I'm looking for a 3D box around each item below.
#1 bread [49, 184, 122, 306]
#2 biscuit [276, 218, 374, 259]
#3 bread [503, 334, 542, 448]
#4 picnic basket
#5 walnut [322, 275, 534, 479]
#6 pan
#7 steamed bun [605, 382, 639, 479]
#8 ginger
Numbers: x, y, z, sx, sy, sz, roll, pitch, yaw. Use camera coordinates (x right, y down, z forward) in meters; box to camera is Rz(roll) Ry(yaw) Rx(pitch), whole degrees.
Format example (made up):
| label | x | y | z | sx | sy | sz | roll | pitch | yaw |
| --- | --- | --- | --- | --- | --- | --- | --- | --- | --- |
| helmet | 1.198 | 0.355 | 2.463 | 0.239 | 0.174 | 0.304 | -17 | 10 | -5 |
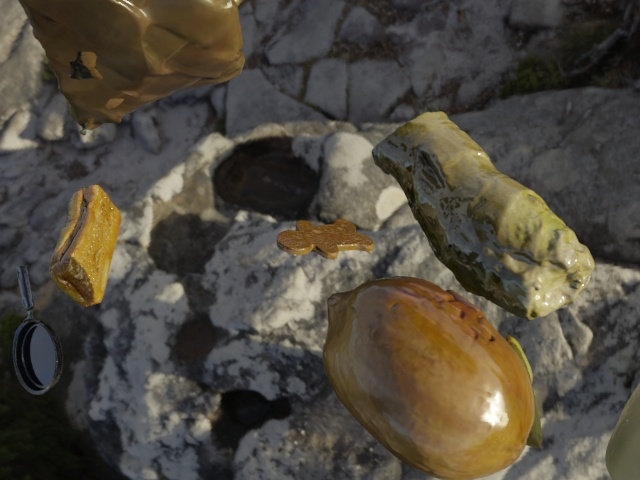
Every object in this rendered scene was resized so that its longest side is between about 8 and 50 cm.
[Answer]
| label | x | y | z | sx | sy | sz | roll | pitch | yaw |
| --- | --- | --- | --- | --- | --- | --- | --- | --- | --- |
| bread | -0.471 | 0.009 | 1.525 | 0.077 | 0.139 | 0.271 | -19 | 41 | 11 |
| biscuit | 0.000 | 0.000 | 1.524 | 0.204 | 0.031 | 0.138 | -7 | 34 | -36 |
| bread | 0.274 | 0.217 | 1.081 | 0.065 | 0.187 | 0.150 | -22 | 94 | 19 |
| picnic basket | -0.089 | -0.283 | 0.549 | 0.337 | 0.293 | 0.338 | -1 | 63 | 1 |
| walnut | 0.119 | 0.149 | 0.892 | 0.203 | 0.203 | 0.298 | -46 | 66 | -7 |
| pan | -0.513 | 0.158 | 1.347 | 0.136 | 0.028 | 0.235 | -5 | 93 | 36 |
| steamed bun | 0.482 | 0.279 | 0.904 | 0.250 | 0.200 | 0.155 | 25 | 38 | 20 |
| ginger | 0.155 | -0.024 | 0.755 | 0.109 | 0.116 | 0.263 | -32 | 55 | -7 |
